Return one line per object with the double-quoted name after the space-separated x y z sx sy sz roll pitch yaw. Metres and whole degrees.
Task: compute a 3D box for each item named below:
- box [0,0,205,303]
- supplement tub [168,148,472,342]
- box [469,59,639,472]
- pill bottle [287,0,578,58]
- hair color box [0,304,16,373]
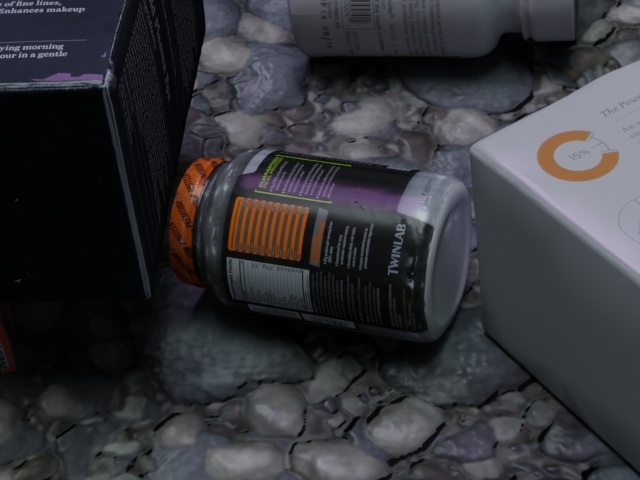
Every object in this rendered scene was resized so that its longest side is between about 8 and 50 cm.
-0.270 -0.121 1.130 0.343 0.179 0.312 -1 42 6 "box"
0.000 0.000 1.138 0.190 0.117 0.117 10 43 19 "supplement tub"
0.279 0.044 1.003 0.215 0.168 0.345 -26 44 -20 "box"
0.096 -0.215 1.362 0.229 0.131 0.131 1 41 11 "pill bottle"
-0.254 0.010 1.185 0.053 0.093 0.167 -10 41 -2 "hair color box"
